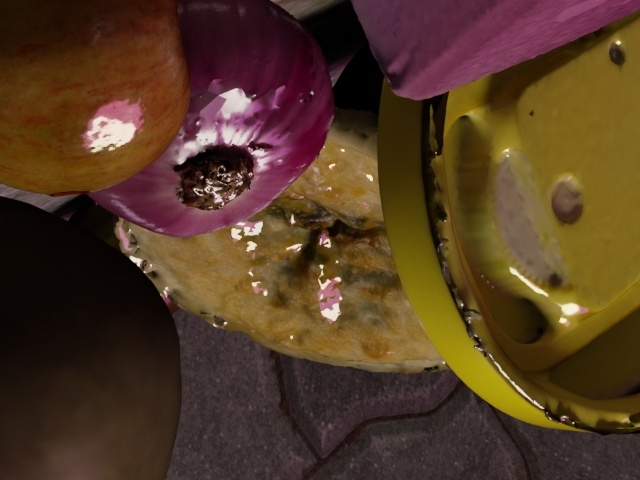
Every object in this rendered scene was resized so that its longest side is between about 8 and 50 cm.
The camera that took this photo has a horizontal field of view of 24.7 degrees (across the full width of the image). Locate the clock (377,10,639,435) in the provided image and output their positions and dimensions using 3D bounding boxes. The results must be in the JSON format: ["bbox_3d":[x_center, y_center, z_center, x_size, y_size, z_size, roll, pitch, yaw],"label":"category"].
[{"bbox_3d":[0.138,-0.040,0.776,0.293,0.277,0.071,-25,-167,-39],"label":"clock"}]

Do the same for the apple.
[{"bbox_3d":[-0.074,-0.054,0.410,0.071,0.084,0.084,-9,175,-10],"label":"apple"}]

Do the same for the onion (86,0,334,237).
[{"bbox_3d":[-0.051,-0.057,0.588,0.115,0.104,0.115,-5,135,-5],"label":"onion"}]

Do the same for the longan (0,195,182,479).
[{"bbox_3d":[-0.180,0.081,0.648,0.248,0.248,0.248,-26,178,-1],"label":"longan"}]

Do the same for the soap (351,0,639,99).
[{"bbox_3d":[0.133,-0.149,0.551,0.181,0.081,0.259,-25,178,-23],"label":"soap"}]

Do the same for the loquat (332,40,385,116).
[{"bbox_3d":[0.108,-0.074,0.923,0.227,0.179,0.179,-14,-177,23],"label":"loquat"}]

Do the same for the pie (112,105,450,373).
[{"bbox_3d":[0.000,0.000,0.873,0.274,0.274,0.055,-28,-142,49],"label":"pie"}]

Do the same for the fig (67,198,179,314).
[{"bbox_3d":[-0.121,-0.007,1.043,0.103,0.109,0.154,11,121,-50],"label":"fig"}]
